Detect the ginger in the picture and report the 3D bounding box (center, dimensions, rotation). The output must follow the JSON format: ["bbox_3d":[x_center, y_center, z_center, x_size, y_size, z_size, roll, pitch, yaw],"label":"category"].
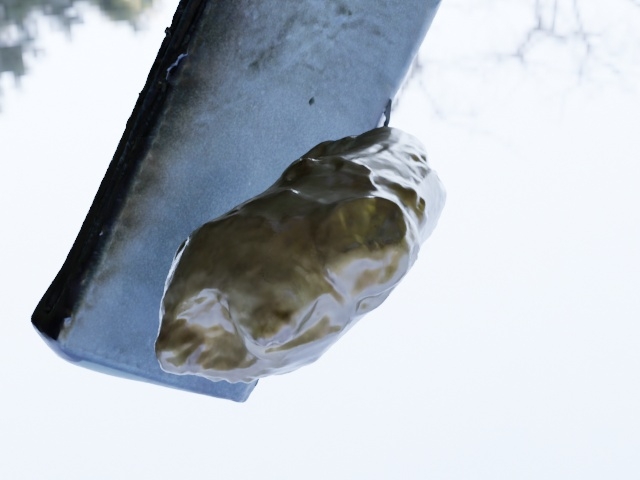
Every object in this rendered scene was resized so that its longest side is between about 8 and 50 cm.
[{"bbox_3d":[0.003,-0.002,0.534,0.069,0.051,0.173,-28,-177,18],"label":"ginger"}]

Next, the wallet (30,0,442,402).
[{"bbox_3d":[-0.023,-0.090,1.041,0.046,0.190,0.379,26,-88,40],"label":"wallet"}]
